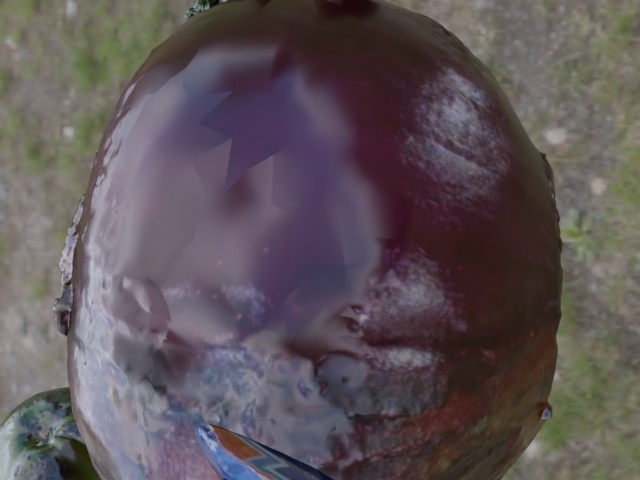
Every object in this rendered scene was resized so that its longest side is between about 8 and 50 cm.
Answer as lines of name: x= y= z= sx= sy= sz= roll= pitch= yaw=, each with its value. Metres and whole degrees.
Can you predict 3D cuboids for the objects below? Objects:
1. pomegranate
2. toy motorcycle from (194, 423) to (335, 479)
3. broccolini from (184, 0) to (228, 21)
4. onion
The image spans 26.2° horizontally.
pomegranate: x=-0.174 y=0.186 z=1.044 sx=0.125 sy=0.163 sz=0.138 roll=-49 pitch=17 yaw=51
toy motorcycle: x=0.035 y=0.128 z=0.380 sx=0.114 sy=0.205 sz=0.076 roll=-65 pitch=24 yaw=-3
broccolini: x=-0.071 y=-0.188 z=0.894 sx=0.201 sy=0.058 sz=0.074 roll=79 pitch=168 yaw=-63
onion: x=0.000 y=0.000 z=0.760 sx=0.336 sy=0.282 sz=0.260 roll=-69 pitch=-13 yaw=-50
